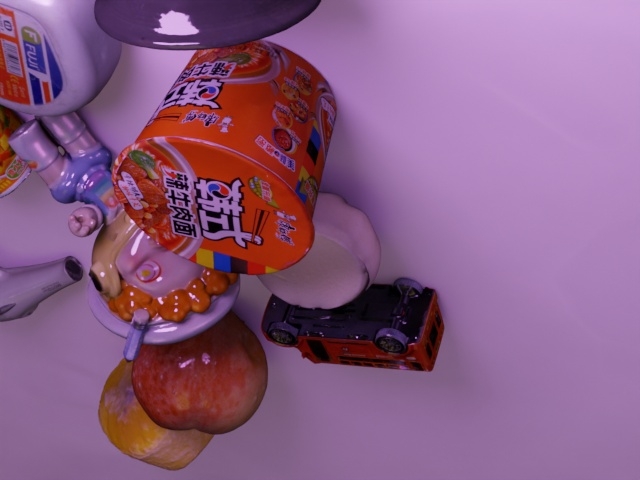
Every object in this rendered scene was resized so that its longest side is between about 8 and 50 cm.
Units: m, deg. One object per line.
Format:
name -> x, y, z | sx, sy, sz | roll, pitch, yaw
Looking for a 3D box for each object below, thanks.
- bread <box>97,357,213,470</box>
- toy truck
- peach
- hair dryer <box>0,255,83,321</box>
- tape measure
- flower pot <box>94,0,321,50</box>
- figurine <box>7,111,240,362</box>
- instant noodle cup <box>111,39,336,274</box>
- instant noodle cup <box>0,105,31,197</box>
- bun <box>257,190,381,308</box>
bread -> -0.280, 0.295, 2.186 | 0.197, 0.197, 0.170 | -10, 147, 37
toy truck -> 0.046, 0.124, 1.830 | 0.253, 0.107, 0.114 | 2, 142, 25
peach -> -0.186, 0.194, 1.998 | 0.233, 0.232, 0.232 | 14, 146, 9
hair dryer -> -0.505, 0.023, 2.018 | 0.229, 0.092, 0.267 | -4, 130, 20
tape measure -> -0.355, -0.259, 1.480 | 0.246, 0.125, 0.243 | 18, 149, 6
flower pot -> -0.118, -0.302, 1.244 | 0.235, 0.235, 0.148 | 8, 124, 18
figurine -> -0.265, -0.040, 1.748 | 0.205, 0.225, 0.381 | 6, 125, 59
instant noodle cup -> -0.101, -0.107, 1.501 | 0.251, 0.192, 0.250 | 13, 145, 9
instant noodle cup -> -0.483, -0.149, 1.687 | 0.168, 0.168, 0.185 | -9, 144, 36
bun -> 0.000, 0.000, 1.667 | 0.173, 0.119, 0.172 | 10, 139, 9
